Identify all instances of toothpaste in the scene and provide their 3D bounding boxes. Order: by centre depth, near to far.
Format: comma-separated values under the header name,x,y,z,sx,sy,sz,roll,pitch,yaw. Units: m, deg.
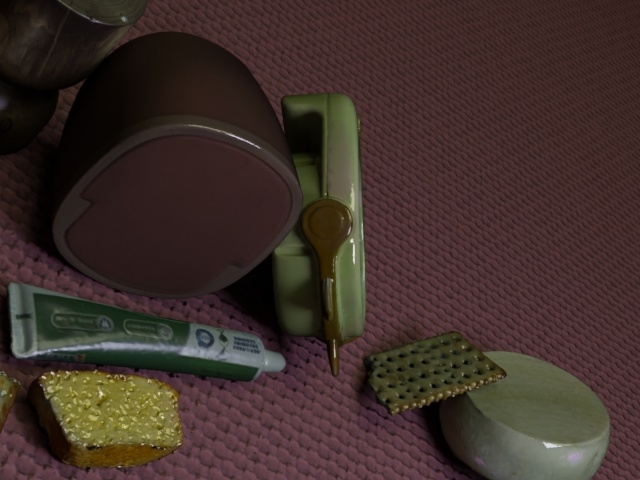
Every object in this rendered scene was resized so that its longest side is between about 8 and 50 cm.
name,x,y,z,sx,sy,sz,roll,pitch,yaw
toothpaste,-0.200,0.125,1.543,0.392,0.061,0.099,13,50,-37

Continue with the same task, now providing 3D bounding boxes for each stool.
name,x,y,z,sx,sy,sz,roll,pitch,yaw
stool,-0.352,-0.250,1.532,0.179,0.264,0.179,30,40,-28

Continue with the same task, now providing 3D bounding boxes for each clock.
name,x,y,z,sx,sy,sz,roll,pitch,yaw
clock,0.000,0.000,1.714,0.117,0.286,0.348,-1,51,4

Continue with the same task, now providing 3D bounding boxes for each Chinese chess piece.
name,x,y,z,sx,sy,sz,roll,pitch,yaw
Chinese chess piece,0.296,0.263,1.853,0.250,0.101,0.250,15,26,-7

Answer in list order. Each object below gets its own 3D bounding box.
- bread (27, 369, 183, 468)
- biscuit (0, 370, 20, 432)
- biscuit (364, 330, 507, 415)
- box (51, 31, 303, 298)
name,x,y,z,sx,sy,sz,roll,pitch,yaw
bread,-0.241,0.199,1.425,0.187,0.065,0.103,9,54,-45
biscuit,-0.427,0.138,1.312,0.231,0.016,0.139,36,37,-20
biscuit,0.149,0.185,1.817,0.203,0.016,0.144,-13,33,-26
box,-0.186,-0.097,1.575,0.301,0.301,0.216,23,35,-34
